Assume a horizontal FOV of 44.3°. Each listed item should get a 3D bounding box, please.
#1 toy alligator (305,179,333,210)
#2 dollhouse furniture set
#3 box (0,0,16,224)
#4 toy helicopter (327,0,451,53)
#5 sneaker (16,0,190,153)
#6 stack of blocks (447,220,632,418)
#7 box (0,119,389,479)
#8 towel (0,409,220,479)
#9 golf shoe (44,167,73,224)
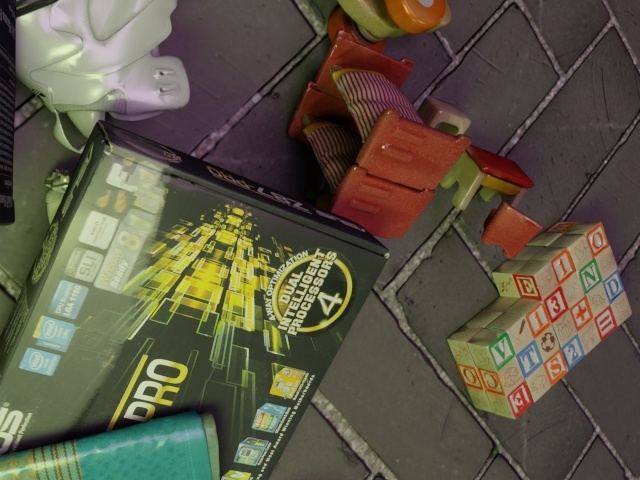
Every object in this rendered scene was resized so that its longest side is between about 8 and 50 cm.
[{"bbox_3d":[0.000,0.000,1.018,0.051,0.056,0.189,2,92,8],"label":"toy alligator"},{"bbox_3d":[0.162,-0.100,0.998,0.374,0.201,0.152,14,123,-31],"label":"dollhouse furniture set"},{"bbox_3d":[-0.425,-0.167,0.606,0.343,0.179,0.312,0,93,-12],"label":"box"},{"bbox_3d":[0.128,-0.400,1.059,0.355,0.140,0.235,-31,99,-39],"label":"toy helicopter"},{"bbox_3d":[-0.182,-0.258,0.846,0.366,0.137,0.210,-38,111,-20],"label":"sneaker"},{"bbox_3d":[0.335,0.113,1.209,0.297,0.087,0.171,-33,109,-27],"label":"stack of blocks"},{"bbox_3d":[-0.154,0.116,0.810,0.318,0.097,0.395,22,103,-28],"label":"box"},{"bbox_3d":[-0.277,0.313,0.773,0.370,0.040,0.271,-8,117,-18],"label":"towel"},{"bbox_3d":[-0.216,-0.034,0.878,0.176,0.069,0.086,0,102,-24],"label":"golf shoe"}]
